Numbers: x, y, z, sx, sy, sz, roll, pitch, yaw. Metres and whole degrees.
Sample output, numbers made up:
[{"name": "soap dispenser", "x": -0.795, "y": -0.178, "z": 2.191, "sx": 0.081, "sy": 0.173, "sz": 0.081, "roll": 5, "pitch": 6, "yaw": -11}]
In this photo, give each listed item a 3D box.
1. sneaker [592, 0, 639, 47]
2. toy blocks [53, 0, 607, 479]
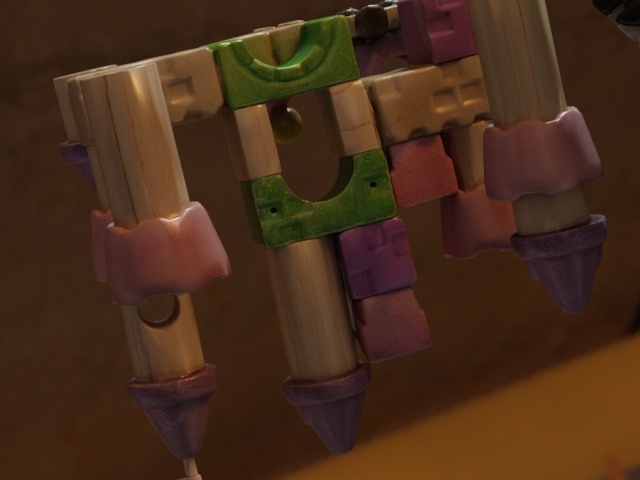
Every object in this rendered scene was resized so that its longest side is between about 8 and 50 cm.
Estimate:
[{"name": "sneaker", "x": 0.200, "y": -0.137, "z": 1.048, "sx": 0.081, "sy": 0.208, "sz": 0.094, "roll": -25, "pitch": 0, "yaw": 39}, {"name": "toy blocks", "x": 0.000, "y": 0.000, "z": 1.182, "sx": 0.289, "sy": 0.309, "sz": 0.260, "roll": -15, "pitch": -83, "yaw": -12}]
